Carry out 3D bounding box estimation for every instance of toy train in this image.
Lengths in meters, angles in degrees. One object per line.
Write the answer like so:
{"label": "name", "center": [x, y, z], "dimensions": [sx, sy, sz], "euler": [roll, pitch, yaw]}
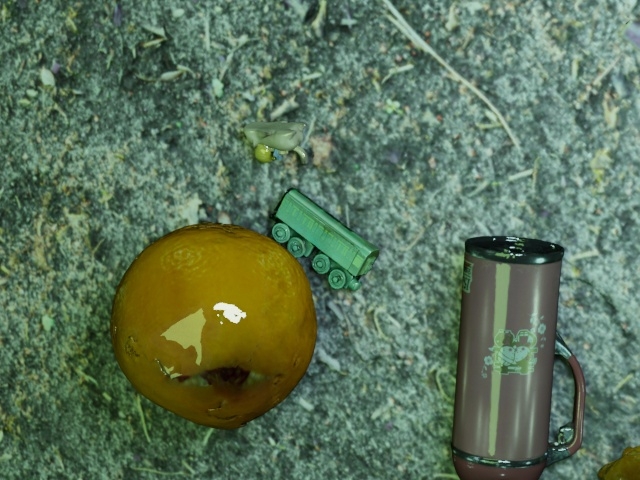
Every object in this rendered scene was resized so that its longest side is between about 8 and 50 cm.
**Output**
{"label": "toy train", "center": [0.000, 0.000, 1.804], "dimensions": [0.148, 0.038, 0.071], "euler": [37, 111, 21]}

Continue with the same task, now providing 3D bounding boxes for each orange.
{"label": "orange", "center": [-0.127, 0.101, 1.773], "dimensions": [0.246, 0.246, 0.246], "euler": [5, 99, 29]}

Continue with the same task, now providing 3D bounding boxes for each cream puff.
{"label": "cream puff", "center": [0.360, 0.272, 1.612], "dimensions": [0.122, 0.094, 0.116], "euler": [37, 112, 46]}

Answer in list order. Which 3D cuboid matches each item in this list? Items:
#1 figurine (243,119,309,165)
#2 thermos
{"label": "figurine", "center": [-0.054, -0.116, 1.817], "dimensions": [0.083, 0.047, 0.050], "euler": [6, 111, 33]}
{"label": "thermos", "center": [0.215, 0.166, 1.677], "dimensions": [0.109, 0.136, 0.330], "euler": [18, 107, 55]}
